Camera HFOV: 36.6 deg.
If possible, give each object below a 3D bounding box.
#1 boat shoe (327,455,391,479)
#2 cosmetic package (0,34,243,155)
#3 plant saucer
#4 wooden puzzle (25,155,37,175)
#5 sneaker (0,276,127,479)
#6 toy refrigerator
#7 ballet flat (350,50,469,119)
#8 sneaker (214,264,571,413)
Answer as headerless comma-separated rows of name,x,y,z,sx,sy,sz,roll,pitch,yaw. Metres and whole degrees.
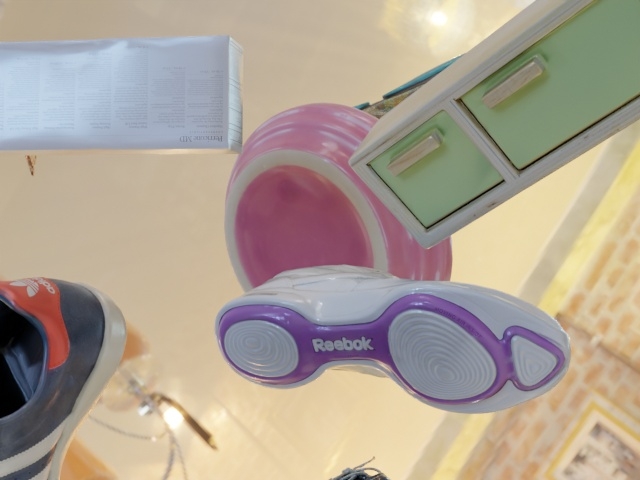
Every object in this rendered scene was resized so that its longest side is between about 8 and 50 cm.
boat shoe,0.049,0.363,1.372,0.095,0.079,0.254,-16,-23,-13
cosmetic package,-0.189,-0.124,0.854,0.060,0.239,0.098,10,-99,-81
plant saucer,0.000,0.000,1.195,0.084,0.332,0.332,-26,-42,-48
wooden puzzle,-0.361,-0.118,1.215,0.006,0.049,0.083,5,-21,-7
sneaker,-0.302,0.192,0.845,0.148,0.131,0.350,27,-100,-57
toy refrigerator,0.155,-0.107,0.739,0.269,0.102,0.094,-34,14,37
ballet flat,0.105,-0.180,1.505,0.349,0.123,0.123,-22,-34,11
sneaker,0.066,0.063,0.841,0.152,0.305,0.114,-42,-48,-59
